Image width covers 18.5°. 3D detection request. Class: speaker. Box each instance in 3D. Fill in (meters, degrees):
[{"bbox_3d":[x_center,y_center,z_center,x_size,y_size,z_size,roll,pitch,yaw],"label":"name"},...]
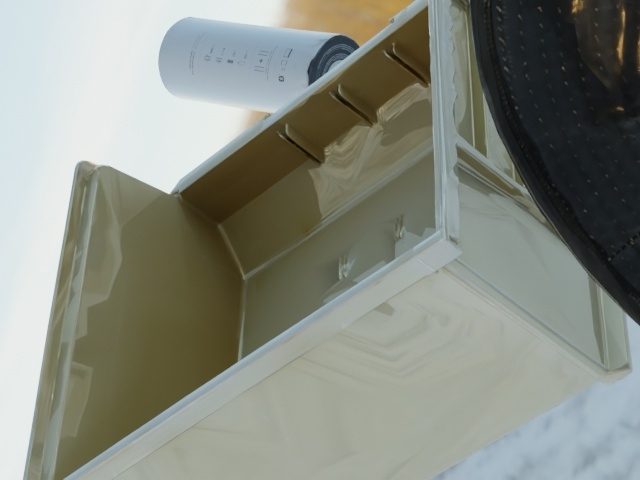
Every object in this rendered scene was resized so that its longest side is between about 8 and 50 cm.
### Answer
[{"bbox_3d":[-0.039,-0.108,1.236,0.055,0.136,0.055,-14,-72,-46],"label":"speaker"}]

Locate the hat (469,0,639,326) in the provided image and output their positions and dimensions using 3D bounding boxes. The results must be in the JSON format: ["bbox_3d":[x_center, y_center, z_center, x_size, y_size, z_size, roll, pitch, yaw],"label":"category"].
[{"bbox_3d":[0.217,-0.065,0.692,0.134,0.331,0.331,-100,29,-67],"label":"hat"}]

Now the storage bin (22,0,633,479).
[{"bbox_3d":[0.000,0.000,0.933,0.262,0.123,0.260,-35,35,31],"label":"storage bin"}]
